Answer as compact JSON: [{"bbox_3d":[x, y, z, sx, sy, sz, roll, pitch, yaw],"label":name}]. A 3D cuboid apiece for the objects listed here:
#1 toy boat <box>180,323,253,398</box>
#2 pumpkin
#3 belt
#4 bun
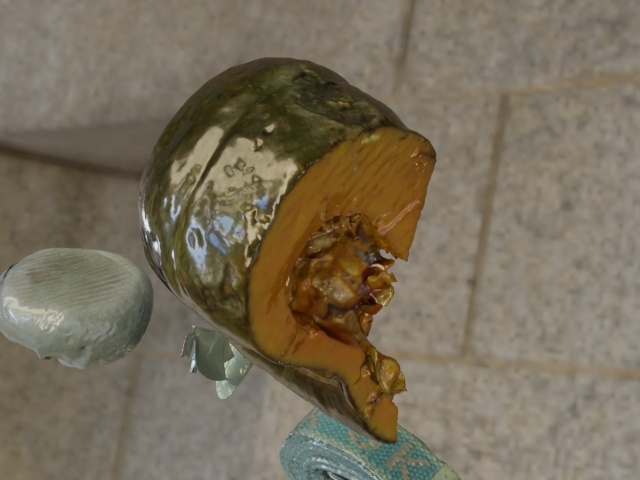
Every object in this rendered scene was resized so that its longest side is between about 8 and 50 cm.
[{"bbox_3d":[-0.100,0.121,1.713,0.034,0.105,0.149,17,-158,21],"label":"toy boat"},{"bbox_3d":[-0.001,-0.001,1.134,0.139,0.190,0.280,29,170,37],"label":"pumpkin"},{"bbox_3d":[0.044,0.221,1.569,0.163,0.082,0.148,40,149,15],"label":"belt"},{"bbox_3d":[-0.217,0.063,1.434,0.140,0.083,0.141,5,-151,-3],"label":"bun"}]
